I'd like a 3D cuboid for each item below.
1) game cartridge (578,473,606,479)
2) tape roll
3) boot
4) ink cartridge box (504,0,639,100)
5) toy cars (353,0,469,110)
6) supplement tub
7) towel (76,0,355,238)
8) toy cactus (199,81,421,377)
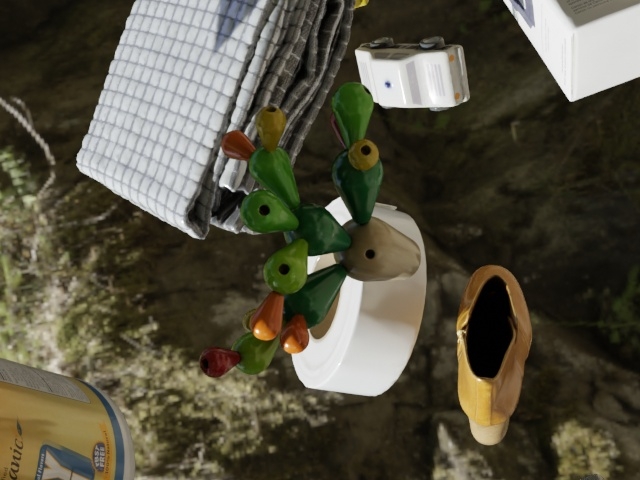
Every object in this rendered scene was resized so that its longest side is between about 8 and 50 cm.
[{"bbox_3d":[0.154,0.293,0.622,0.355,0.230,0.068,46,-165,-44],"label":"game cartridge"},{"bbox_3d":[0.048,0.083,1.305,0.286,0.100,0.286,-169,90,-71],"label":"tape roll"},{"bbox_3d":[0.229,0.100,1.151,0.211,0.104,0.295,79,-163,-50],"label":"boot"},{"bbox_3d":[0.283,-0.279,0.898,0.100,0.172,0.237,69,-179,-54],"label":"ink cartridge box"},{"bbox_3d":[0.043,-0.302,1.270,0.394,0.087,0.176,47,144,15],"label":"toy cars"},{"bbox_3d":[-0.233,0.145,0.572,0.199,0.144,0.144,36,-138,-58],"label":"supplement tub"},{"bbox_3d":[-0.105,-0.154,0.898,0.121,0.235,0.284,18,-86,-46],"label":"towel"},{"bbox_3d":[0.000,0.000,0.638,0.180,0.112,0.219,16,-92,-47],"label":"toy cactus"}]
